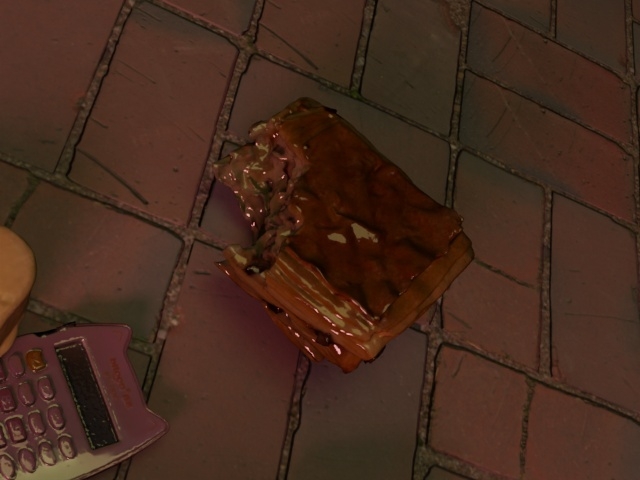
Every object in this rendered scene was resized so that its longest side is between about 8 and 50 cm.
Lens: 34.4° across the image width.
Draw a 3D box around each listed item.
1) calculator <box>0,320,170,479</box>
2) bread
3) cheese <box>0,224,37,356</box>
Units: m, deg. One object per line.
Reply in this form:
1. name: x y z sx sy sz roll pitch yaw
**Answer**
1. calculator: -0.337 0.203 1.207 0.294 0.043 0.194 -13 68 -32
2. bread: 0.000 0.000 1.439 0.370 0.191 0.314 39 53 15
3. cheese: -0.476 0.091 1.123 0.384 0.104 0.384 9 59 -16
